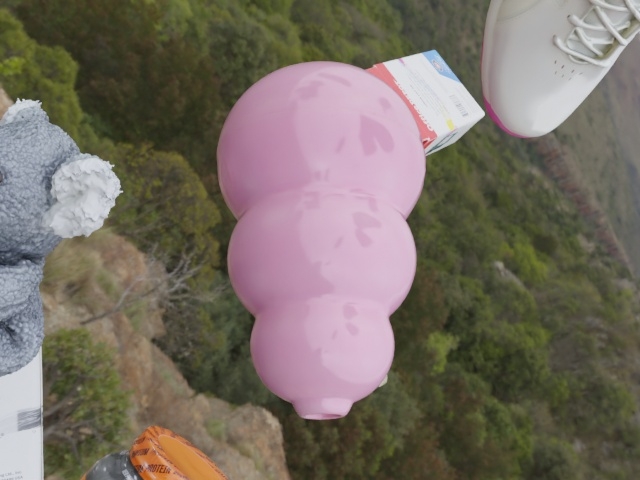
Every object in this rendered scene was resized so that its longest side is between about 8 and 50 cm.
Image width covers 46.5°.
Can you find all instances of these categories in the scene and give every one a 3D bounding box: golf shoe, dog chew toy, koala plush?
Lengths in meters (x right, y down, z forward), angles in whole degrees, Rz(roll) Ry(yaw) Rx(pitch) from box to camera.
[{"bbox_3d":[0.216,-0.200,0.538,0.115,0.306,0.140,12,30,-18],"label":"golf shoe"},{"bbox_3d":[0.000,0.000,0.711,0.207,0.207,0.331,28,56,-51],"label":"dog chew toy"},{"bbox_3d":[-0.278,-0.011,0.629,0.196,0.221,0.203,32,-6,41],"label":"koala plush"}]

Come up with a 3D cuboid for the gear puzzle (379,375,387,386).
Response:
[{"bbox_3d":[0.006,0.033,0.920,0.175,0.044,0.338,-10,91,-60],"label":"gear puzzle"}]

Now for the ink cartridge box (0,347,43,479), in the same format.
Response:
[{"bbox_3d":[-0.422,0.200,0.828,0.211,0.121,0.289,-1,107,-24],"label":"ink cartridge box"}]

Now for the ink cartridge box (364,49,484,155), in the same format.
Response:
[{"bbox_3d":[0.130,-0.192,1.092,0.231,0.078,0.134,-27,79,-48],"label":"ink cartridge box"}]

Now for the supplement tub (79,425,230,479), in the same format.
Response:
[{"bbox_3d":[-0.266,0.415,0.935,0.207,0.338,0.207,40,-4,4],"label":"supplement tub"}]
